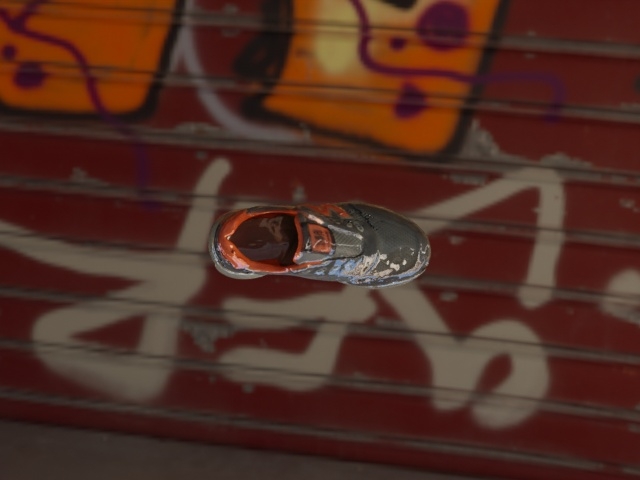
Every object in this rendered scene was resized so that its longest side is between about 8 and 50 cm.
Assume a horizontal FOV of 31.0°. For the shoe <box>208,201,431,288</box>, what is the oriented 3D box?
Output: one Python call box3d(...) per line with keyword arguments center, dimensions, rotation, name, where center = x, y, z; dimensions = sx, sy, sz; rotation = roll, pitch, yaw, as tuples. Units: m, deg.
box3d(center=(0.000, 0.000, 1.695), dimensions=(0.336, 0.132, 0.171), rotation=(2, 176, -2), name="shoe")
